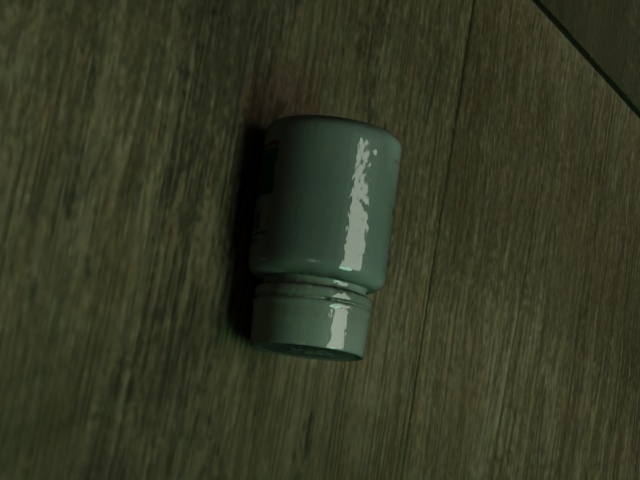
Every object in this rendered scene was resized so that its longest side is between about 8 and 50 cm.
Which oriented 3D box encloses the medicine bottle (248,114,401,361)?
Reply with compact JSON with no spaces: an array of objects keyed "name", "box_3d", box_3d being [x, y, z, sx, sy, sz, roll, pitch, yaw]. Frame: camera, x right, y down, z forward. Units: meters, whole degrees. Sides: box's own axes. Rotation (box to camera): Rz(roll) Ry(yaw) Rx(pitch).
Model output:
[{"name":"medicine bottle","box_3d":[0.000,0.000,0.952,0.080,0.080,0.130,24,71,-56]}]
